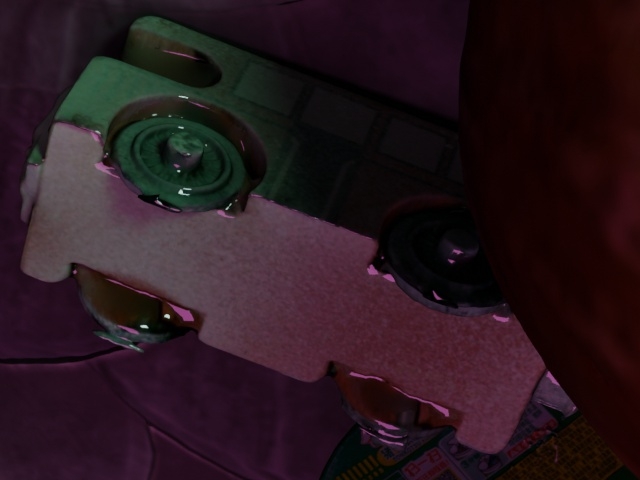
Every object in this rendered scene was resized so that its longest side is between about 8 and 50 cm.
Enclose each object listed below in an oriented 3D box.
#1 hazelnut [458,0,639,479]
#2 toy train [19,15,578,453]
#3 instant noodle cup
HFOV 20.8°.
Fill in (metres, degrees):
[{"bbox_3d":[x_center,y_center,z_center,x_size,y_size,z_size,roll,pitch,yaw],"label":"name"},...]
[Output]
[{"bbox_3d":[0.240,-0.059,0.707,0.421,0.353,0.421,35,138,38],"label":"hazelnut"},{"bbox_3d":[0.000,0.000,0.949,0.326,0.159,0.129,21,131,2],"label":"toy train"},{"bbox_3d":[0.122,0.229,1.106,0.207,0.207,0.232,-3,137,19],"label":"instant noodle cup"}]
